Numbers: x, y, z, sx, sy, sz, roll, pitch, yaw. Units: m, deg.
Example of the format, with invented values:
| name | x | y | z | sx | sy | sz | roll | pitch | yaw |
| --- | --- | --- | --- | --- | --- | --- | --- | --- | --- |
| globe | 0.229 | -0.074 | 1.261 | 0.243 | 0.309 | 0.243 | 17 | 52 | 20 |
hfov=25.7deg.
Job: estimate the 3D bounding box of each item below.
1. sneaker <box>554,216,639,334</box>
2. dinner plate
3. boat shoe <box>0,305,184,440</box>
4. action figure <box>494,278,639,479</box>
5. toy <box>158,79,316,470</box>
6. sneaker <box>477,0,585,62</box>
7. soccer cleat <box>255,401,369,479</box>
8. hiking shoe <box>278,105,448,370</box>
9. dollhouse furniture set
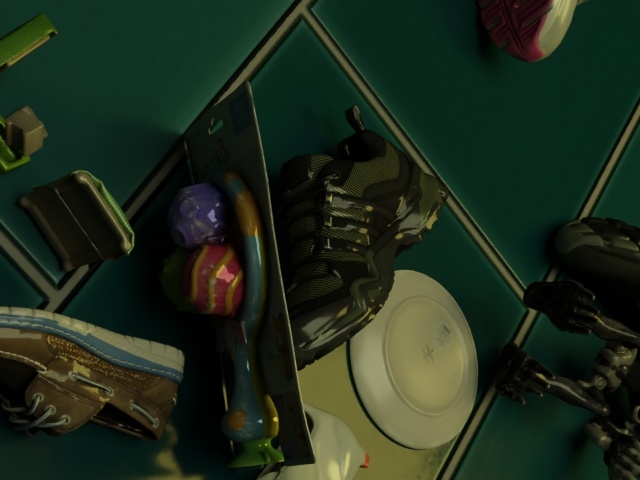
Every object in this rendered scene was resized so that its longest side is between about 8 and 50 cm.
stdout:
| name | x | y | z | sx | sy | sz | roll | pitch | yaw |
| --- | --- | --- | --- | --- | --- | --- | --- | --- | --- |
| sneaker | 0.320 | 0.060 | 1.257 | 0.267 | 0.101 | 0.106 | 20 | 105 | -19 |
| dinner plate | 0.078 | 0.091 | 1.087 | 0.141 | 0.017 | 0.141 | 15 | 68 | -41 |
| boat shoe | -0.157 | 0.083 | 0.837 | 0.183 | 0.066 | 0.066 | 16 | 69 | -39 |
| action figure | 0.276 | 0.131 | 1.162 | 0.276 | 0.141 | 0.164 | 22 | 107 | -32 |
| toy | -0.067 | 0.032 | 0.898 | 0.056 | 0.137 | 0.237 | -10 | 84 | -25 |
| sneaker | 0.223 | -0.253 | 1.256 | 0.111 | 0.103 | 0.252 | 36 | 57 | -28 |
| soccer cleat | -0.023 | 0.197 | 0.930 | 0.076 | 0.068 | 0.196 | 39 | 47 | -25 |
| hiking shoe | 0.000 | 0.000 | 1.008 | 0.114 | 0.086 | 0.227 | 44 | 46 | -8 |
| dollhouse furniture set | -0.160 | -0.058 | 0.867 | 0.058 | 0.076 | 0.151 | -44 | 107 | -40 |
